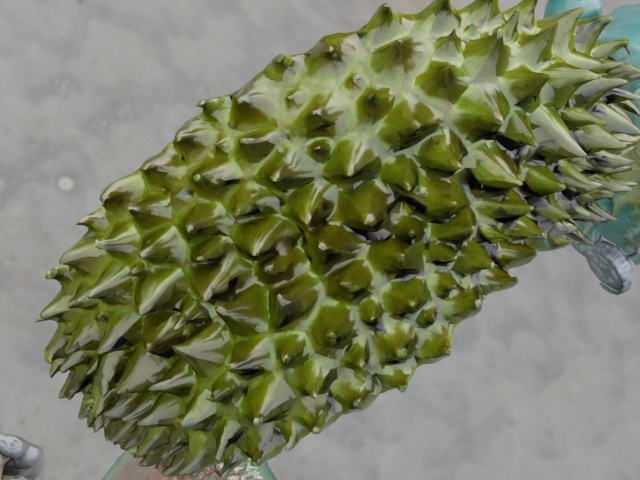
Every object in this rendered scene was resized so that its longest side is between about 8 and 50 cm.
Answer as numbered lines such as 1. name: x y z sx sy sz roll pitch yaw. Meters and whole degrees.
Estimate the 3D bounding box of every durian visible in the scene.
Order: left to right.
1. durian: 0.002 -0.001 0.600 0.157 0.355 0.169 59 13 2

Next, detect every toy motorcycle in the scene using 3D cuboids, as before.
1. toy motorcycle: 0.202 -0.073 0.823 0.109 0.296 0.198 -33 82 -18

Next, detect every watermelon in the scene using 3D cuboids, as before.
1. watermelon: -0.092 0.148 0.756 0.080 0.155 0.101 -6 79 -36

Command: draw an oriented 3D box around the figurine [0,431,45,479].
1. figurine: -0.329 0.355 1.031 0.166 0.207 0.387 14 63 -5
